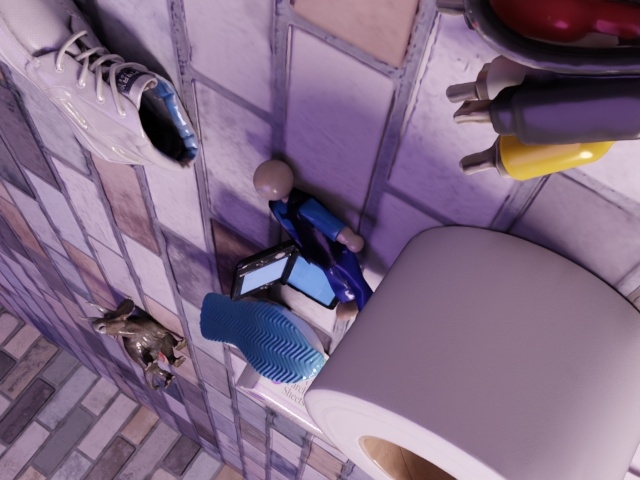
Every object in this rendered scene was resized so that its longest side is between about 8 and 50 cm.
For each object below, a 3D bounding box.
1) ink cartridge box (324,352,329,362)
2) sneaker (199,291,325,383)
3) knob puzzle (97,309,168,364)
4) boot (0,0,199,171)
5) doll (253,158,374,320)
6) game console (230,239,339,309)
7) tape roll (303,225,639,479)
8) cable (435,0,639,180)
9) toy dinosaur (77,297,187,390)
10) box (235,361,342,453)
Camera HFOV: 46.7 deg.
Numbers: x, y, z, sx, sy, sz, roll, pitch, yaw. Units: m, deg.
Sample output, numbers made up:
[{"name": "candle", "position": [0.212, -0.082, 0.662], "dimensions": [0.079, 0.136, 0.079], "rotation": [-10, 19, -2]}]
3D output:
[{"name": "ink cartridge box", "position": [-0.009, 0.175, 1.052], "dimensions": [0.063, 0.029, 0.115], "rotation": [9, 151, 47]}, {"name": "sneaker", "position": [-0.061, 0.114, 0.937], "dimensions": [0.092, 0.087, 0.229], "rotation": [7, -171, -39]}, {"name": "knob puzzle", "position": [-0.429, 0.239, 1.749], "dimensions": [0.213, 0.030, 0.213], "rotation": [30, 155, 15]}, {"name": "boot", "position": [-0.198, -0.156, 0.652], "dimensions": [0.123, 0.095, 0.258], "rotation": [15, 157, 29]}, {"name": "doll", "position": [0.000, 0.000, 0.700], "dimensions": [0.129, 0.046, 0.189], "rotation": [15, 143, 58]}, {"name": "game console", "position": [-0.036, 0.053, 0.822], "dimensions": [0.071, 0.107, 0.122], "rotation": [61, 161, 15]}, {"name": "tape roll", "position": [0.131, 0.130, 0.609], "dimensions": [0.246, 0.169, 0.246], "rotation": [30, 155, 16]}, {"name": "cable", "position": [0.177, -0.085, 0.329], "dimensions": [0.287, 0.072, 0.139], "rotation": [3, 124, 33]}, {"name": "toy dinosaur", "position": [-0.364, 0.215, 1.548], "dimensions": [0.160, 0.121, 0.313], "rotation": [41, 164, 22]}, {"name": "box", "position": [0.026, 0.265, 1.079], "dimensions": [0.324, 0.067, 0.063], "rotation": [39, 158, -22]}]
